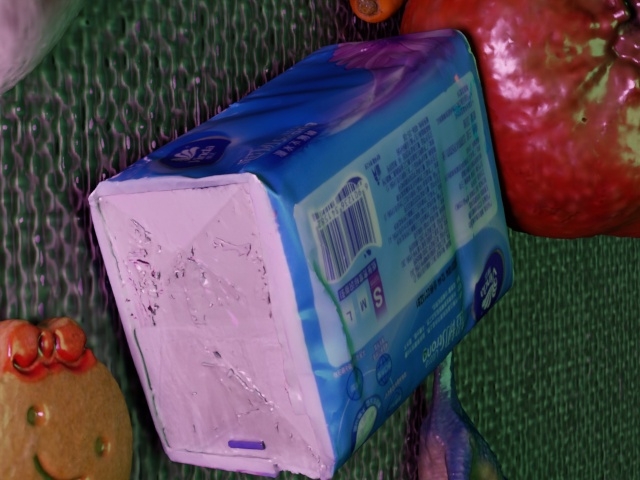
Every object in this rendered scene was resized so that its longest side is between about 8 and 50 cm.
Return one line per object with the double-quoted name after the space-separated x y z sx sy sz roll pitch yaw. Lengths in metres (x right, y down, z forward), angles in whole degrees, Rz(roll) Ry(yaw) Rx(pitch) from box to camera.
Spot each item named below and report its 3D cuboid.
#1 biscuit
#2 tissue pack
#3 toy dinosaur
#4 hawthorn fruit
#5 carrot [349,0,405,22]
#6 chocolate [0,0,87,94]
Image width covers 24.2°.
-0.157 0.154 0.811 0.166 0.036 0.226 42 55 -47 "biscuit"
0.000 0.000 0.950 0.263 0.146 0.198 -40 124 -50 "tissue pack"
0.129 0.168 1.220 0.247 0.075 0.188 38 51 -43 "toy dinosaur"
0.187 -0.122 1.149 0.330 0.287 0.287 148 -57 -77 "hawthorn fruit"
0.079 -0.248 1.174 0.248 0.043 0.043 -60 136 -40 "carrot"
-0.194 -0.212 0.716 0.303 0.100 0.185 60 40 -41 "chocolate"
